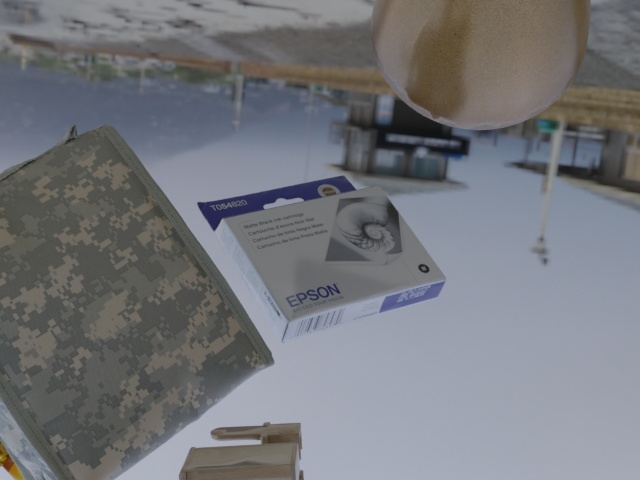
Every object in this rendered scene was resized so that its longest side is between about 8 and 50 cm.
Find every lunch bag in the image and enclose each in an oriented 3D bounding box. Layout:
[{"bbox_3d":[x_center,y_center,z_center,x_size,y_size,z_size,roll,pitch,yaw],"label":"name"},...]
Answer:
[{"bbox_3d":[-0.227,0.061,0.959,0.235,0.287,0.169,-35,-170,-29],"label":"lunch bag"}]

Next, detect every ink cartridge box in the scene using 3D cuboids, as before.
[{"bbox_3d":[0.000,0.000,1.219,0.223,0.045,0.224,-14,-128,-31],"label":"ink cartridge box"}]

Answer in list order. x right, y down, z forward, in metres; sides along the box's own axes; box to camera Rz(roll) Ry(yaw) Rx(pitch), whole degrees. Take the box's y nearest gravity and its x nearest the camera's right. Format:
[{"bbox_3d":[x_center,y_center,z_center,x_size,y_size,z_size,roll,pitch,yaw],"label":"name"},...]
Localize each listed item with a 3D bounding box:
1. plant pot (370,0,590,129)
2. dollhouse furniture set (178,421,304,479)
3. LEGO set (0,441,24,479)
[{"bbox_3d":[0.162,-0.260,1.023,0.237,0.237,0.254,7,169,7],"label":"plant pot"},{"bbox_3d":[-0.110,0.496,1.611,0.174,0.355,0.303,-3,-172,2],"label":"dollhouse furniture set"},{"bbox_3d":[-0.318,0.233,1.097,0.093,0.087,0.227,42,-153,13],"label":"LEGO set"}]
